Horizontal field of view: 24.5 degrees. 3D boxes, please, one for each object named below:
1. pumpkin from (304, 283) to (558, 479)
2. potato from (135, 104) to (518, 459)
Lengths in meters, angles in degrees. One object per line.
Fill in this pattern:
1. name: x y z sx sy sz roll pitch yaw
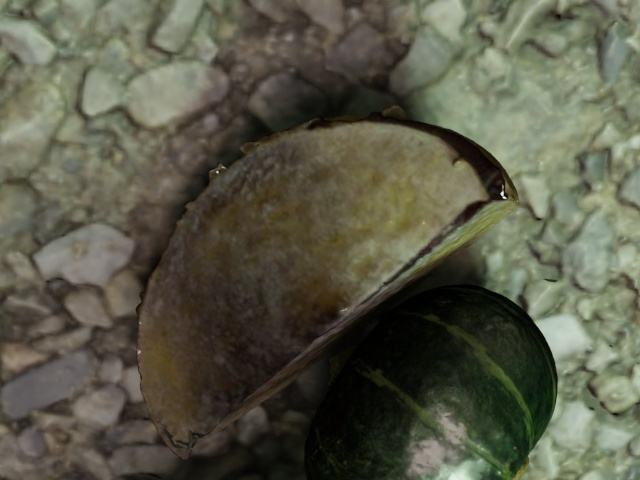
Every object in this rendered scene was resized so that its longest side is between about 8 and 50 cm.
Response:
1. pumpkin: 0.061 0.102 0.839 0.125 0.167 0.167 40 105 -5
2. potato: -0.001 0.001 0.840 0.261 0.100 0.120 -39 78 26
